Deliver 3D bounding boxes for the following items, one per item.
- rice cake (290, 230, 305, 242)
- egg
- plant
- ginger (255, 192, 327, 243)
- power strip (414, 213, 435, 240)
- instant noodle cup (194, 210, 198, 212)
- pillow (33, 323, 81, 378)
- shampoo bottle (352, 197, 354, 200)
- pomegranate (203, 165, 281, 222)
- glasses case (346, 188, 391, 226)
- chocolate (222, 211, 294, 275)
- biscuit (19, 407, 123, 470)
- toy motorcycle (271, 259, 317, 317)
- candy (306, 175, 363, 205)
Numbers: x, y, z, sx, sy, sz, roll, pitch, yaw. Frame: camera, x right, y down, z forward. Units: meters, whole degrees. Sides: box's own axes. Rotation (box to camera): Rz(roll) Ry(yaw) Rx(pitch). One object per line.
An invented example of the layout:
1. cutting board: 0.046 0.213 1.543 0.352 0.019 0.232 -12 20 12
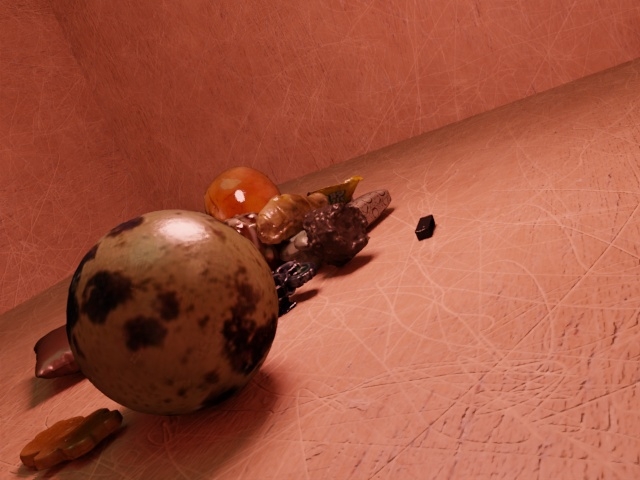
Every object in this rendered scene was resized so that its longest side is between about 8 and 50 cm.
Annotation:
1. rice cake: -0.046 0.002 1.934 0.124 0.038 0.211 -21 12 7
2. egg: -0.258 0.123 1.078 0.345 0.345 0.428 -29 6 -28
3. plant: -0.001 -0.001 1.593 0.146 0.149 0.274 19 -25 -24
4. ginger: -0.081 -0.070 1.706 0.263 0.116 0.109 -23 -35 -51
5. power strip: 0.263 -0.033 1.556 0.038 0.029 0.111 -17 16 23
6. instant noodle cup: -0.571 0.001 2.553 0.235 0.178 0.235 -22 12 5
7. pillow: -0.596 0.259 1.646 0.308 0.108 0.305 -23 13 -23
8. shampoo bottle: -0.006 -0.100 2.253 0.258 0.061 0.104 -20 13 14
9. pomegranate: -0.294 -0.141 2.441 0.319 0.319 0.319 -22 12 5
10. glasses case: 0.096 -0.066 1.856 0.137 0.085 0.355 -21 11 38
11. chocolate: -0.245 0.040 1.731 0.340 0.210 0.225 -28 11 -26
12. biscuit: -0.461 0.365 1.138 0.225 0.036 0.166 -19 12 30
13. toy motorcycle: -0.136 0.124 1.433 0.270 0.106 0.159 -35 22 -31
14. candy: 0.039 -0.120 1.998 0.187 0.081 0.297 -22 -17 -11
